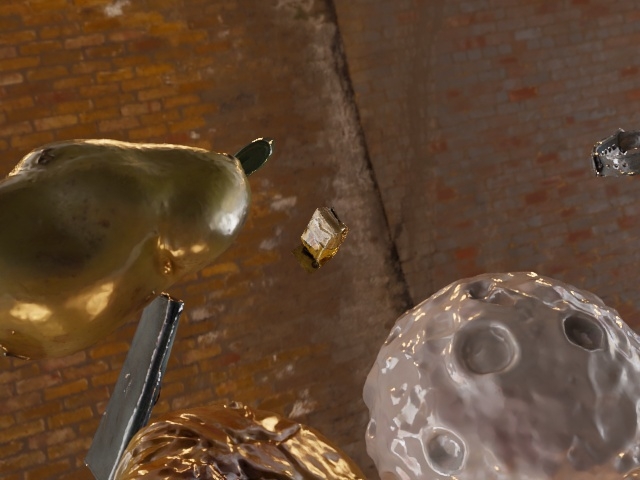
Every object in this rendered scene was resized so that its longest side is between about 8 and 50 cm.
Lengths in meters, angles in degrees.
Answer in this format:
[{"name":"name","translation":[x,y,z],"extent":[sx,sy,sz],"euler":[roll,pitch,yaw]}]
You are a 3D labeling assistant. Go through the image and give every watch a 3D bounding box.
[{"name":"watch","translation":[0.713,-0.205,1.482],"extent":[0.193,0.068,0.206],"euler":[-9,-161,22]}]

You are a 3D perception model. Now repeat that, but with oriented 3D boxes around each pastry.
[{"name":"pastry","translation":[-0.101,0.395,0.856],"extent":[0.410,0.244,0.409],"euler":[22,-165,-6]}]

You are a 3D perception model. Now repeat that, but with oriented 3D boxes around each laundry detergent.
[{"name":"laundry detergent","translation":[-0.168,-0.201,1.573],"extent":[0.137,0.211,0.063],"euler":[-41,-79,2]}]

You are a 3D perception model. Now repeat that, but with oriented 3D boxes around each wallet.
[{"name":"wallet","translation":[-0.363,0.285,1.288],"extent":[0.046,0.191,0.378],"euler":[23,-100,-31]}]

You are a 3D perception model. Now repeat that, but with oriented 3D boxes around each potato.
[{"name":"potato","translation":[-0.237,-0.001,0.677],"extent":[0.351,0.218,0.202],"euler":[-24,-95,-16]}]

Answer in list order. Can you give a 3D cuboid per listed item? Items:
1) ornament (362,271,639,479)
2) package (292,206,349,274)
[{"name":"ornament","translation":[0.212,0.190,0.748],"extent":[0.338,0.337,0.336],"euler":[6,-122,-9]},{"name":"package","translation":[0.000,0.000,1.310],"extent":[0.047,0.131,0.071],"euler":[-13,-127,-43]}]
